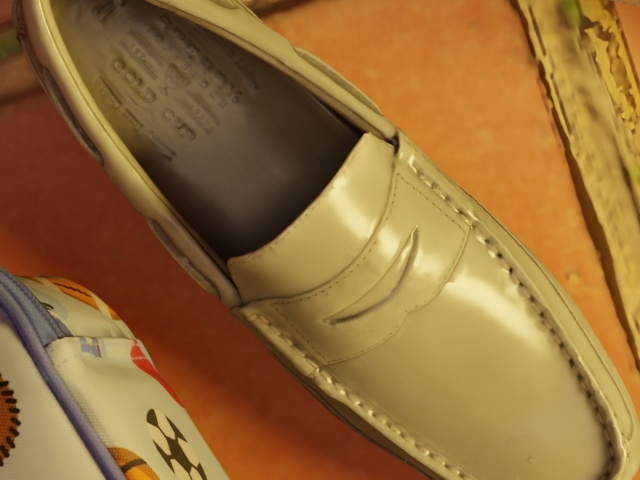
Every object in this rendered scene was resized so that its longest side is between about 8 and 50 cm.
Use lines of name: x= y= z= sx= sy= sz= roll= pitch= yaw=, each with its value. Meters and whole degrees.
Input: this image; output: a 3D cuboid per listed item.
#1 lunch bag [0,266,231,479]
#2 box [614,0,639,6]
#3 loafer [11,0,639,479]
lunch bag: x=-0.121 y=0.176 z=0.617 sx=0.243 sy=0.115 sz=0.303 roll=-33 pitch=76 yaw=7
box: x=0.128 y=-0.207 z=0.684 sx=0.262 sy=0.127 sz=0.231 roll=13 pitch=94 yaw=3
loafer: x=0.000 y=0.000 z=0.718 sx=0.319 sy=0.111 sz=0.112 roll=41 pitch=97 yaw=0
